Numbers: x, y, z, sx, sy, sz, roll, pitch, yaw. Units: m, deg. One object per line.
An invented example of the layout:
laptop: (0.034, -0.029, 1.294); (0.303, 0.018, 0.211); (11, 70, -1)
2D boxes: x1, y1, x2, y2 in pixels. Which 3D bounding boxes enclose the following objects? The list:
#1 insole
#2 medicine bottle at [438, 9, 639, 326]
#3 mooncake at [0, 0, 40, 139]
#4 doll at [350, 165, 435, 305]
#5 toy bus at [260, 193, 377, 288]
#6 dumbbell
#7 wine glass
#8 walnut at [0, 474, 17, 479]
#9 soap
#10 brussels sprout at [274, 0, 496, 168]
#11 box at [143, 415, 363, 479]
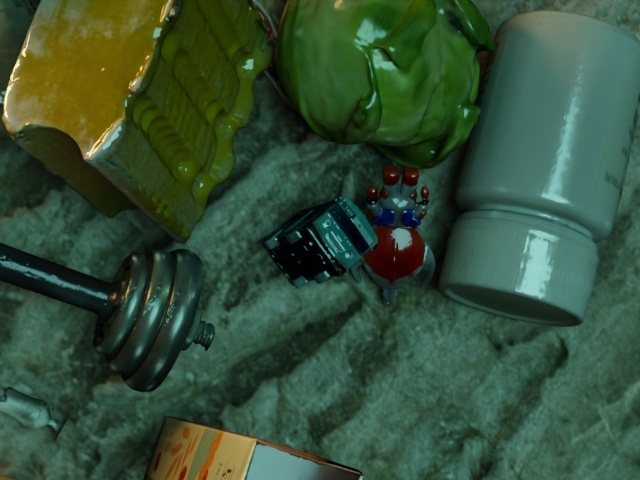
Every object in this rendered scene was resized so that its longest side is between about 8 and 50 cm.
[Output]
insole: (-0.072, -0.249, 1.569); (0.065, 0.004, 0.197); (-40, 99, -19)
medicine bottle: (0.288, -0.090, 1.583); (0.211, 0.211, 0.371); (18, 80, -18)
mooncake: (-0.427, -0.215, 1.355); (0.250, 0.136, 0.254); (-13, 79, -20)
doll: (0.093, -0.002, 1.556); (0.104, 0.062, 0.195); (-7, 118, -19)
toy bus: (0.000, 0.000, 1.493); (0.092, 0.160, 0.079); (-39, 99, -21)
dumbbell: (-0.307, 0.043, 1.365); (0.406, 0.179, 0.179); (22, 78, -19)
wine glass: (-0.335, 0.201, 1.417); (0.083, 0.042, 0.039); (28, 107, -9)
walnut: (-0.396, 0.388, 1.265); (0.277, 0.282, 0.253); (11, 121, -26)
soap: (-0.185, -0.179, 1.341); (0.156, 0.335, 0.293); (19, 81, 13)
brussels sprout: (0.078, -0.227, 1.501); (0.259, 0.227, 0.294); (-16, 88, -45)
box: (-0.125, 0.376, 1.293); (0.122, 0.385, 0.344); (21, 79, -17)
